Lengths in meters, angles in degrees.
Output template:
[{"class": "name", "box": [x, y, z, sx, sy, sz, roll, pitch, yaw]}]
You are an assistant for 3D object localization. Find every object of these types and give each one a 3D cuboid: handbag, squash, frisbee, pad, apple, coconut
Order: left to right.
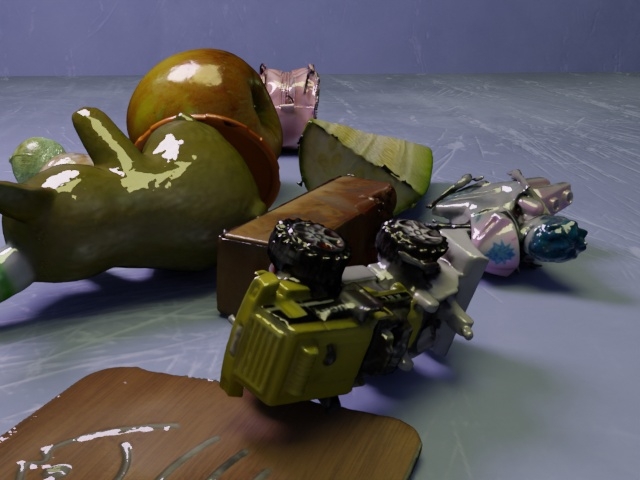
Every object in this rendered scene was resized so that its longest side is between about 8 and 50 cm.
[{"class": "coconut", "box": [-0.448, -0.122, 1.311, 0.096, 0.088, 0.088, 7, 18, 2]}, {"class": "pad", "box": [-0.100, 0.162, 0.526, 0.284, 0.018, 0.286, 8, 18, 19]}, {"class": "apple", "box": [-0.177, -0.175, 1.262, 0.207, 0.237, 0.237, -18, 11, 19]}, {"class": "frisbee", "box": [-0.145, -0.089, 1.055, 0.192, 0.192, 0.035, 1, 45, 0]}, {"class": "handbag", "box": [-0.071, -0.259, 1.614, 0.116, 0.179, 0.205, 6, 18, -7]}, {"class": "squash", "box": [0.059, -0.116, 1.248, 0.203, 0.111, 0.289, 32, 21, -6]}]

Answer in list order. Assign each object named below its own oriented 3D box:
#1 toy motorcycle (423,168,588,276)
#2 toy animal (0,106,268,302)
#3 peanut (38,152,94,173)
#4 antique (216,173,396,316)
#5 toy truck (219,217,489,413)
[{"class": "toy motorcycle", "box": [0.239, -0.015, 0.975, 0.239, 0.108, 0.204, -40, 33, -28]}, {"class": "toy animal", "box": [-0.242, -0.032, 0.867, 0.363, 0.181, 0.180, -8, 32, -34]}, {"class": "peanut", "box": [-0.331, -0.092, 1.213, 0.087, 0.087, 0.206, 13, 22, 33]}, {"class": "antique", "box": [0.000, 0.000, 0.933, 0.093, 0.087, 0.310, 10, 19, 22]}, {"class": "toy truck", "box": [0.044, 0.059, 0.660, 0.286, 0.136, 0.111, -6, 35, -45]}]
